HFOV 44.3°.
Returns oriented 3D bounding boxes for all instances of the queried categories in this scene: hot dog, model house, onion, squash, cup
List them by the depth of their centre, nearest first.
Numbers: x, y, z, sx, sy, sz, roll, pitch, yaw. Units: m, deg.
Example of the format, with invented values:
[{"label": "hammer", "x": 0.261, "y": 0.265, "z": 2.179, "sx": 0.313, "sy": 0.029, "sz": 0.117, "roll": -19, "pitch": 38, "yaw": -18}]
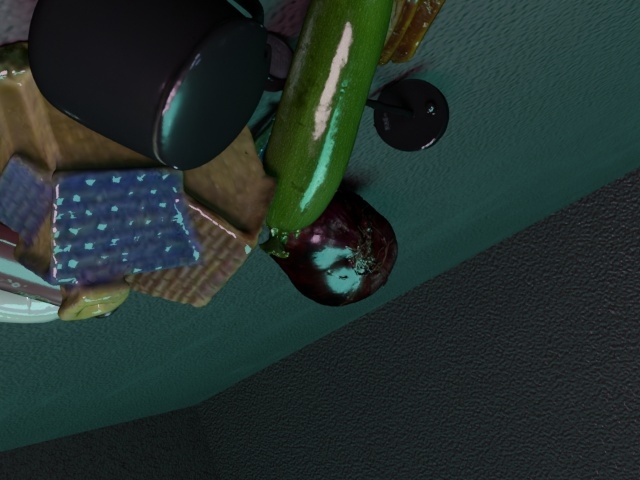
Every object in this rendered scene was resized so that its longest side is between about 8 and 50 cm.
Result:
[{"label": "cup", "x": -0.130, "y": -0.175, "z": 0.702, "sx": 0.223, "sy": 0.176, "sz": 0.169, "roll": -44, "pitch": 158, "yaw": -34}, {"label": "model house", "x": -0.226, "y": -0.043, "z": 0.873, "sx": 0.321, "sy": 0.266, "sz": 0.261, "roll": -9, "pitch": 156, "yaw": -41}, {"label": "squash", "x": -0.002, "y": -0.139, "z": 0.894, "sx": 0.101, "sy": 0.101, "sz": 0.379, "roll": -8, "pitch": 129, "yaw": -43}, {"label": "hot dog", "x": 0.103, "y": -0.269, "z": 0.966, "sx": 0.071, "sy": 0.045, "sz": 0.165, "roll": -18, "pitch": 164, "yaw": -21}, {"label": "onion", "x": 0.014, "y": 0.005, "z": 1.471, "sx": 0.221, "sy": 0.281, "sz": 0.281, "roll": -66, "pitch": 163, "yaw": -4}]

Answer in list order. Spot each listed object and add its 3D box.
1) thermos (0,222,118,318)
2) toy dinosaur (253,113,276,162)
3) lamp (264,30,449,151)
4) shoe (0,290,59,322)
[{"label": "thermos", "x": -0.389, "y": 0.010, "z": 0.960, "sx": 0.330, "sy": 0.136, "sz": 0.109, "roll": 26, "pitch": 103, "yaw": -44}, {"label": "toy dinosaur", "x": -0.123, "y": -0.083, "z": 1.224, "sx": 0.147, "sy": 0.076, "sz": 0.363, "roll": -25, "pitch": 162, "yaw": -15}, {"label": "lamp", "x": 0.025, "y": -0.179, "z": 1.045, "sx": 0.108, "sy": 0.130, "sz": 0.371, "roll": -24, "pitch": 169, "yaw": 41}, {"label": "shoe", "x": -0.341, "y": 0.017, "z": 1.167, "sx": 0.363, "sy": 0.132, "sz": 0.160, "roll": -17, "pitch": 165, "yaw": -34}]
